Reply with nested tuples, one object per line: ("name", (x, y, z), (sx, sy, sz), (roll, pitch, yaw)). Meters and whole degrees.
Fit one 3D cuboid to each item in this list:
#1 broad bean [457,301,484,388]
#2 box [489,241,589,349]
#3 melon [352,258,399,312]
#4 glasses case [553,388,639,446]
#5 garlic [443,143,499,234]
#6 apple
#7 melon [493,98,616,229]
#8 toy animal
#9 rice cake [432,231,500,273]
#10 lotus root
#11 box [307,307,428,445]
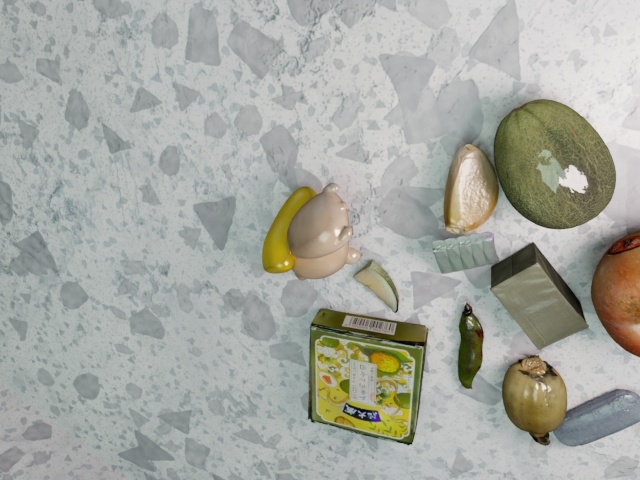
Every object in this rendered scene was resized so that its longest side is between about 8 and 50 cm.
("broad bean", (0.472, 0.337, 1.567), (0.077, 0.061, 0.339), (5, 113, 25))
("box", (0.602, 0.155, 1.395), (0.155, 0.149, 0.231), (-38, 96, 28))
("melon", (0.197, 0.150, 1.588), (0.182, 0.054, 0.098), (41, 125, -1))
("glasses case", (0.847, 0.547, 1.527), (0.109, 0.067, 0.282), (48, 120, -2))
("garlic", (0.394, -0.140, 1.333), (0.145, 0.164, 0.244), (12, 110, 33))
("apple", (0.850, 0.114, 1.215), (0.338, 0.305, 0.338), (16, 125, 25))
("melon", (0.559, -0.181, 1.213), (0.249, 0.248, 0.329), (-29, 95, 27))
("toy animal", (0.005, -0.019, 1.502), (0.247, 0.277, 0.345), (33, 135, -29))
("rice cake", (0.409, 0.037, 1.411), (0.189, 0.037, 0.198), (-14, 152, 24))
("lotus root", (0.655, 0.503, 1.524), (0.183, 0.183, 0.310), (-5, 116, 21))
("box", (0.153, 0.456, 1.684), (0.373, 0.138, 0.420), (8, 115, 15))
